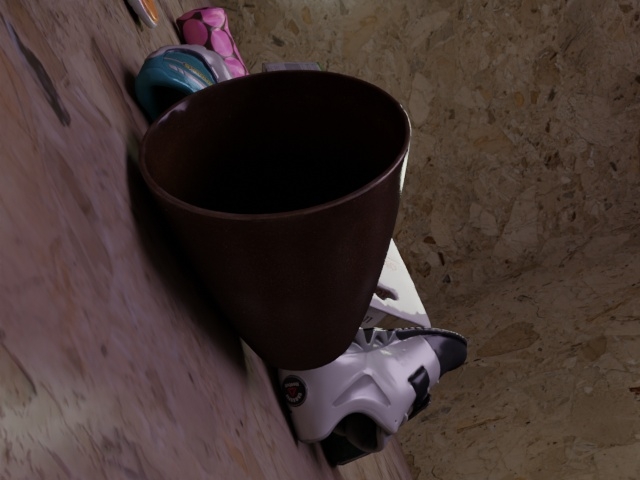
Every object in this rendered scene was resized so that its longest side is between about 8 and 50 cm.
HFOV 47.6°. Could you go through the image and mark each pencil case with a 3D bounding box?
[{"bbox_3d":[-0.172,-0.310,1.283,0.209,0.098,0.095,67,-16,-12],"label":"pencil case"}]

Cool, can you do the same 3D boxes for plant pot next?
[{"bbox_3d":[-0.029,0.002,0.648,0.215,0.215,0.230,-110,-169,-49],"label":"plant pot"}]

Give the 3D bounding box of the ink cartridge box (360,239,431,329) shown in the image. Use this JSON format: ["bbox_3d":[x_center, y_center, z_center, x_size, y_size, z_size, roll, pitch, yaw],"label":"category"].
[{"bbox_3d":[0.000,0.000,1.034,0.207,0.119,0.353,24,32,-38],"label":"ink cartridge box"}]

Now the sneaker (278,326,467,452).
[{"bbox_3d":[0.071,0.180,0.890,0.330,0.122,0.146,6,74,-45],"label":"sneaker"}]

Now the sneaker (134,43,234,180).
[{"bbox_3d":[-0.107,-0.065,0.747,0.275,0.107,0.110,61,22,-17],"label":"sneaker"}]

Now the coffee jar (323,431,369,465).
[{"bbox_3d":[0.022,0.202,0.977,0.096,0.079,0.184,59,8,-73],"label":"coffee jar"}]

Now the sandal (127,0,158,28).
[{"bbox_3d":[-0.235,-0.393,0.910,0.102,0.076,0.265,46,20,-84],"label":"sandal"}]

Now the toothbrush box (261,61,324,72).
[{"bbox_3d":[-0.046,-0.179,1.412,0.206,0.122,0.283,-111,-158,-56],"label":"toothbrush box"}]
